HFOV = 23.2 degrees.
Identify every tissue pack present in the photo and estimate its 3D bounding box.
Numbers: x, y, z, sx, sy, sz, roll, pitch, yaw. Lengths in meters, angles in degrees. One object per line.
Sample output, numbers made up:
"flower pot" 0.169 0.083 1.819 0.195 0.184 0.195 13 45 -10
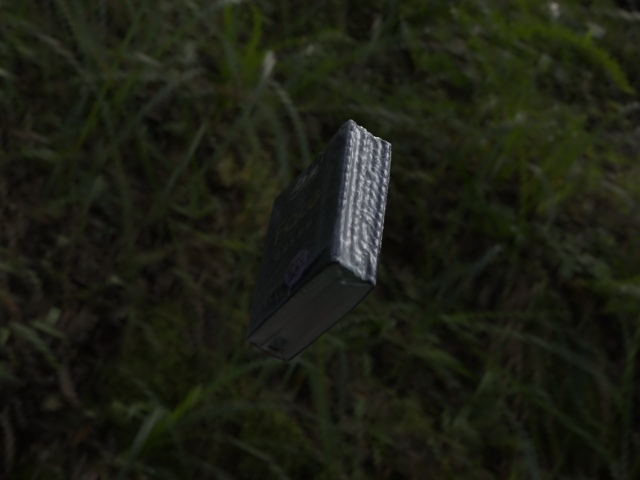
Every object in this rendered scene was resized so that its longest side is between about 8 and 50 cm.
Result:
"tissue pack" 0.000 0.000 1.152 0.051 0.112 0.156 31 40 -19
